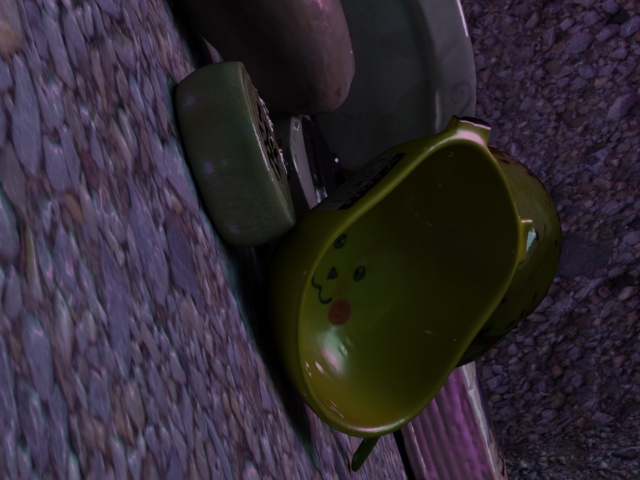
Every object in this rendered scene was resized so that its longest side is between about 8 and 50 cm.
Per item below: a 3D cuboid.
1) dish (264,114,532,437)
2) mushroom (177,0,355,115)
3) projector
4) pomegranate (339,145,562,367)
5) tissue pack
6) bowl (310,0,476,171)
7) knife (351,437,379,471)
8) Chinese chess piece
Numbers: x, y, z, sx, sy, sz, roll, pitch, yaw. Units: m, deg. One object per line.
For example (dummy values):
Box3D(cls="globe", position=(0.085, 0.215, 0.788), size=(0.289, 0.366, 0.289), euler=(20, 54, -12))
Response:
Box3D(cls="dish", position=(0.044, 0.020, 1.300), size=(0.108, 0.262, 0.221), euler=(25, -25, 42))
Box3D(cls="mushroom", position=(-0.065, -0.227, 1.342), size=(0.350, 0.128, 0.128), euler=(52, 20, -53))
Box3D(cls="projector", position=(0.000, 0.000, 1.484), size=(0.257, 0.079, 0.259), euler=(-89, 163, -70))
Box3D(cls="pomegranate", position=(0.103, -0.019, 1.828), size=(0.341, 0.285, 0.285), euler=(46, 4, 5))
Box3D(cls="tissue pack", position=(0.148, 0.183, 2.086), size=(0.242, 0.125, 0.344), euler=(-46, 120, -85))
Box3D(cls="bowl", position=(0.025, -0.203, 1.640), size=(0.307, 0.163, 0.307), euler=(53, -24, 36))
Box3D(cls="knife", position=(0.061, 0.143, 1.452), size=(0.078, 0.022, 0.166), euler=(-73, -179, -68))
Box3D(cls="Chinese chess piece", position=(-0.062, -0.066, 1.213), size=(0.144, 0.058, 0.144), euler=(-19, 90, -85))
